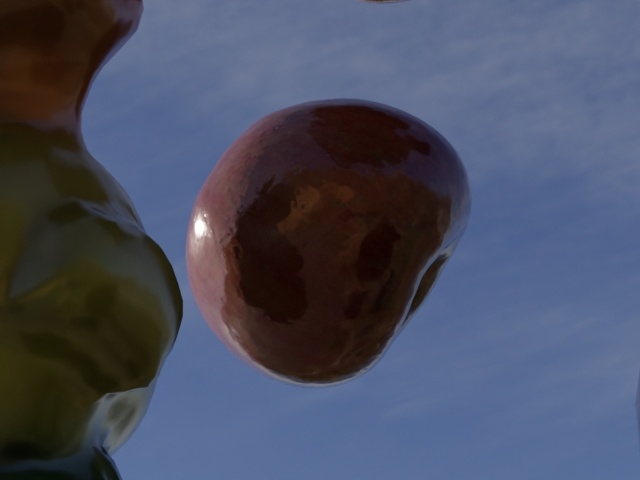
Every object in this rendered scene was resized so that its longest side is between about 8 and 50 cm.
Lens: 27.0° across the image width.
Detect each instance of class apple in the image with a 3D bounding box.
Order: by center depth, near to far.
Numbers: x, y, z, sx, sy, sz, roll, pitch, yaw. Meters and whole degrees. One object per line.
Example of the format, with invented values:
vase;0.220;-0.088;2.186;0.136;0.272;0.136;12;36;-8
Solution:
apple;0.000;0.000;0.671;0.120;0.153;0.153;31;-37;8

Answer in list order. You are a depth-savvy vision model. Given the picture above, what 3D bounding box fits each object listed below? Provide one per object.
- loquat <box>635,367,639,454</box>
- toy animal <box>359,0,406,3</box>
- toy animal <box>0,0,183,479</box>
loquat;0.209;0.052;0.376;0.235;0.235;0.235;-11;-32;-7
toy animal;0.057;-0.208;0.651;0.171;0.171;0.197;-6;-11;-16
toy animal;-0.152;0.068;0.525;0.216;0.338;0.191;-6;-18;12
